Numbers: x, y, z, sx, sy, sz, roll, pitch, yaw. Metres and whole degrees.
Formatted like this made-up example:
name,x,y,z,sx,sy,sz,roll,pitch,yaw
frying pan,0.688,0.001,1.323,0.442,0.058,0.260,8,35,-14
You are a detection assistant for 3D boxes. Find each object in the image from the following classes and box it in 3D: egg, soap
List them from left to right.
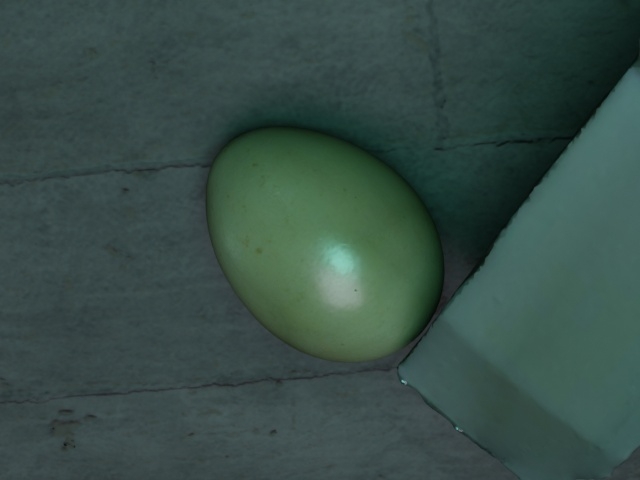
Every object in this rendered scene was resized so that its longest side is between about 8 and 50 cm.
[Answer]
name,x,y,z,sx,sy,sz,roll,pitch,yaw
egg,0.000,0.000,1.696,0.254,0.188,0.188,42,123,13
soap,0.280,0.003,1.584,0.213,0.350,0.435,38,125,6
